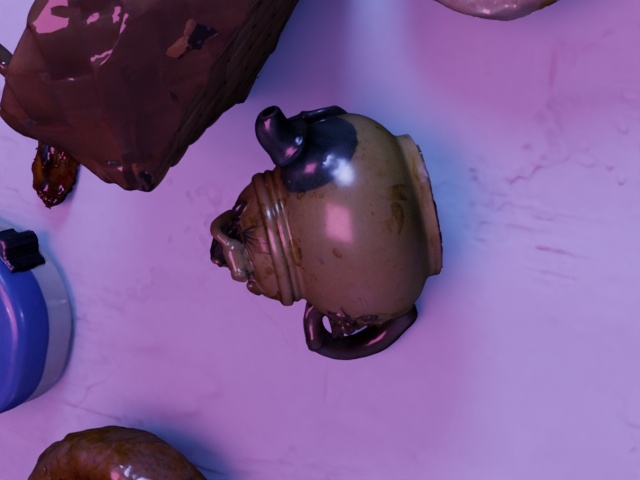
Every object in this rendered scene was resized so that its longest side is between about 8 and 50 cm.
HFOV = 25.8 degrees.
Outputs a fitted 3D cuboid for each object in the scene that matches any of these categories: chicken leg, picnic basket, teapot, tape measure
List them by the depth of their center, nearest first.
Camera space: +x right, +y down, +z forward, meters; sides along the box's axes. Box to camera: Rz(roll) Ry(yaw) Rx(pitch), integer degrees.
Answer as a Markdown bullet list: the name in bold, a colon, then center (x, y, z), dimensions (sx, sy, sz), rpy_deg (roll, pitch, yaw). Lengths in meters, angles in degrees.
- **picnic basket**: center (-0.180, -0.233, 1.105), dimensions (0.337, 0.337, 0.293), rpy_deg (41, 116, 17)
- **teapot**: center (0.000, 0.000, 1.146), dimensions (0.183, 0.173, 0.269), rpy_deg (-13, 130, -4)
- **chicken leg**: center (-0.263, -0.103, 1.375), dimensions (0.062, 0.037, 0.145), rpy_deg (24, 114, 39)
- **tape measure**: center (-0.378, 0.138, 1.459), dimensions (0.215, 0.098, 0.351), rpy_deg (23, 114, 26)

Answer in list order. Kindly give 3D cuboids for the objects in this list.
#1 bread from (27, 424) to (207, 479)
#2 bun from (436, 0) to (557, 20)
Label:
- **bread**: center (-0.185, 0.283, 1.357), dimensions (0.230, 0.123, 0.230), rpy_deg (11, 109, 34)
- **bun**: center (0.135, -0.284, 1.027), dimensions (0.239, 0.141, 0.239), rpy_deg (20, 134, 22)
